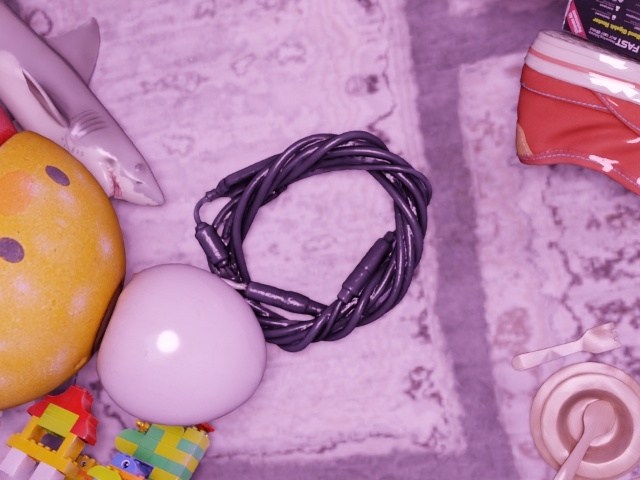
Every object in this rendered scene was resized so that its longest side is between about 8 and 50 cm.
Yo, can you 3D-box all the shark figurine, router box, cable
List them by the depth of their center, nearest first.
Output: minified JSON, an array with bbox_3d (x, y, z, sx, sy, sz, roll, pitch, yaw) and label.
[{"bbox_3d":[0.235,-0.135,0.630,0.122,0.092,0.038,33,118,33],"label":"router box"},{"bbox_3d":[0.000,0.000,0.724,0.184,0.047,0.150,-21,84,10],"label":"cable"},{"bbox_3d":[-0.215,-0.159,0.734,0.166,0.278,0.116,12,49,40],"label":"shark figurine"}]

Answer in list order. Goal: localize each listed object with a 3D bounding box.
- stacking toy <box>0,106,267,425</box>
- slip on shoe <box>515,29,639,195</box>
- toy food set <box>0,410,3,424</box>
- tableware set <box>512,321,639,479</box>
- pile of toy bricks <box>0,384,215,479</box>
[{"bbox_3d":[-0.263,0.005,0.689,0.480,0.350,0.350,20,92,-5],"label":"stacking toy"},{"bbox_3d":[0.285,-0.044,0.639,0.331,0.123,0.101,22,112,13],"label":"slip on shoe"},{"bbox_3d":[-0.294,0.214,0.749,0.132,0.039,0.192,5,88,55],"label":"toy food set"},{"bbox_3d":[0.244,0.114,0.672,0.194,0.039,0.128,-19,84,11],"label":"tableware set"},{"bbox_3d":[-0.123,0.179,0.728,0.212,0.118,0.105,16,63,28],"label":"pile of toy bricks"}]
